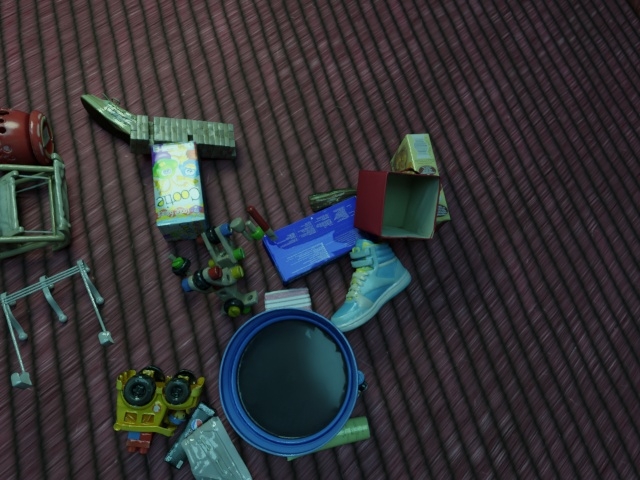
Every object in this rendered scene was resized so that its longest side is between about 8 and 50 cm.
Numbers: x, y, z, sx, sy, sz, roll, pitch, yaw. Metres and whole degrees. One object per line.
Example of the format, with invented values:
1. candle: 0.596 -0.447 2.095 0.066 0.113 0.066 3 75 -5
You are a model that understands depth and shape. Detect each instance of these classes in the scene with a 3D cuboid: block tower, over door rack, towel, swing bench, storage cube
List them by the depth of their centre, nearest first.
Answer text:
1. over door rack: -0.728 0.229 1.219 0.239 0.108 0.324 -27 55 -17
2. swing bench: -0.879 -0.098 1.309 0.254 0.165 0.254 -10 71 -17
3. storage cube: 0.228 -0.115 1.337 0.183 0.193 0.215 1 99 -20
4. towel: -0.093 0.249 1.357 0.144 0.029 0.197 -7 73 -10
5. block tower: -0.444 -0.337 1.447 0.335 0.097 0.091 0 71 -25

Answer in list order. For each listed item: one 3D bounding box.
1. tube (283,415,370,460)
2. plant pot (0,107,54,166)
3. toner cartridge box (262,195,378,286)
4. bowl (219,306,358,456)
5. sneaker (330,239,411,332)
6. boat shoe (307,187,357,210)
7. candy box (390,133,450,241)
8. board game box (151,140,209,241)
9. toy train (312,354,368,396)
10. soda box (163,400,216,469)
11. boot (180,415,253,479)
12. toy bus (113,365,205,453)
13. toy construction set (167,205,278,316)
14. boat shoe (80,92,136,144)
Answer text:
1. tube: 0.018 0.552 1.244 0.239 0.062 0.070 -8 30 -5
2. plant pot: -0.944 -0.314 1.368 0.173 0.191 0.191 -4 70 -18
3. toner cartridge box: 0.000 0.000 1.434 0.347 0.075 0.165 -24 76 -15
4. bowl: -0.086 0.386 1.232 0.390 0.077 0.392 -2 76 7
5. sneaker: 0.117 0.120 1.348 0.319 0.127 0.208 -36 103 -27
6. boat shoe: 0.046 -0.142 1.506 0.177 0.064 0.060 -13 103 -11
7. candy box: 0.329 -0.176 1.485 0.087 0.183 0.317 -4 70 -10
8. board game box: -0.443 -0.155 1.394 0.141 0.144 0.276 -9 70 -10
9. toy train: 0.048 0.400 1.292 0.184 0.080 0.105 34 76 7
10. soda box: -0.353 0.528 1.198 0.053 0.060 0.169 33 69 0
11. boot: -0.263 0.604 1.149 0.123 0.095 0.258 -29 86 -21
12. toy bus: -0.435 0.457 1.179 0.220 0.149 0.212 7 82 -8
13. toy construction set: -0.251 0.080 1.319 0.308 0.257 0.237 -40 123 -3
14. boat shoe: -0.673 -0.405 1.487 0.285 0.104 0.089 36 64 -5
